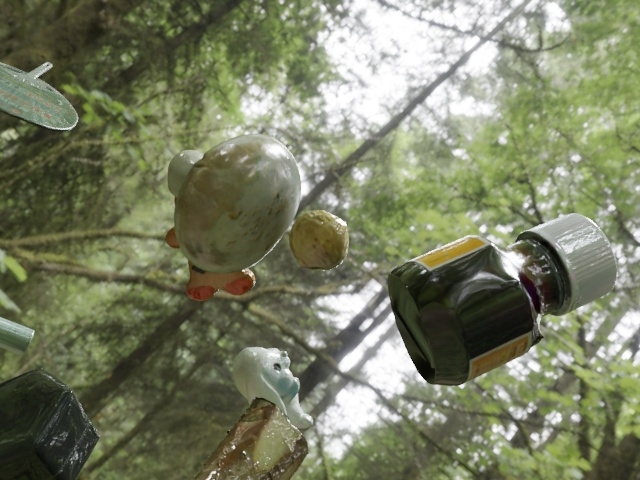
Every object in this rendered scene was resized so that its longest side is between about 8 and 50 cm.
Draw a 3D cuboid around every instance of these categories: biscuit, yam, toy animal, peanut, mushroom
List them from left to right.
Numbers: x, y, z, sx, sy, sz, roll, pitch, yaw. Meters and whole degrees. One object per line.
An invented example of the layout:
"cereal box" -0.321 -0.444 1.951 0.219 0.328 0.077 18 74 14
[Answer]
"biscuit" -0.229 -0.003 1.618 0.036 0.165 0.250 -43 120 -77
"mushroom" -0.161 -0.076 1.337 0.243 0.243 0.243 37 -22 18
"yam" -0.123 0.375 1.303 0.129 0.238 0.128 19 -51 24
"toy animal" -0.153 0.415 2.295 0.289 0.174 0.249 67 -12 -17
"peanut" 0.000 0.000 1.849 0.140 0.109 0.159 45 -42 -19

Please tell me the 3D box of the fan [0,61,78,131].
"fan" -0.523 -0.267 1.349 0.223 0.012 0.294 14 26 -39

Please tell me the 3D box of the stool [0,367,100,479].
"stool" -0.518 0.349 1.426 0.232 0.232 0.141 23 -37 43

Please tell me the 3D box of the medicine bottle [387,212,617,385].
"medicine bottle" 0.333 0.096 1.458 0.242 0.395 0.242 163 -90 -77

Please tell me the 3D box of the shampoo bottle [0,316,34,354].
"shampoo bottle" -0.664 0.165 1.590 0.195 0.056 0.056 26 -14 -22
